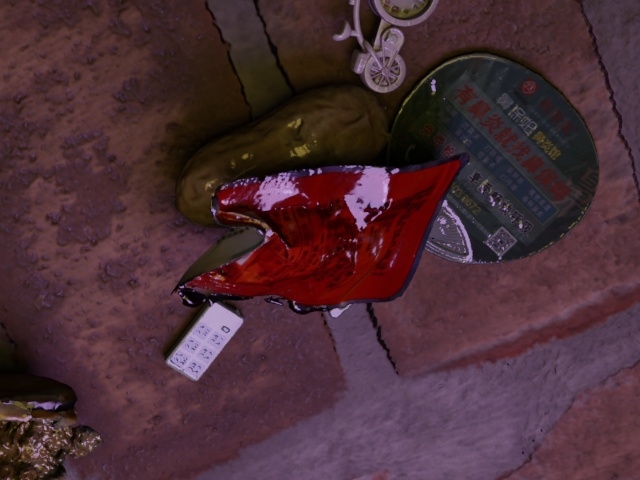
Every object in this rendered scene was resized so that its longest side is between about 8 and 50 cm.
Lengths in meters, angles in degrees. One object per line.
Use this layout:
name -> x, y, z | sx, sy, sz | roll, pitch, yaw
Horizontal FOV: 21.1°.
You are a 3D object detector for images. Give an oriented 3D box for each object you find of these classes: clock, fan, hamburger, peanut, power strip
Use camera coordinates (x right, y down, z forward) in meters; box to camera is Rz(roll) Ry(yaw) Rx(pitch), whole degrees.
clock -> 0.056, -0.200, 1.559 | 0.087, 0.041, 0.129 | 11, 104, -19
fan -> 0.154, -0.035, 1.663 | 0.223, 0.012, 0.294 | 13, 110, -17
hamburger -> -0.293, 0.190, 1.596 | 0.185, 0.159, 0.131 | 0, 98, -21
peanut -> -0.038, -0.078, 1.571 | 0.214, 0.099, 0.099 | -22, 114, 5
power strip -> -0.113, 0.095, 1.662 | 0.040, 0.016, 0.090 | 34, 103, -21

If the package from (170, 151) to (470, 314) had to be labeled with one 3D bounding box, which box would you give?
package -> 0.000, 0.000, 1.553 | 0.269, 0.071, 0.194 | 1, 141, -31
